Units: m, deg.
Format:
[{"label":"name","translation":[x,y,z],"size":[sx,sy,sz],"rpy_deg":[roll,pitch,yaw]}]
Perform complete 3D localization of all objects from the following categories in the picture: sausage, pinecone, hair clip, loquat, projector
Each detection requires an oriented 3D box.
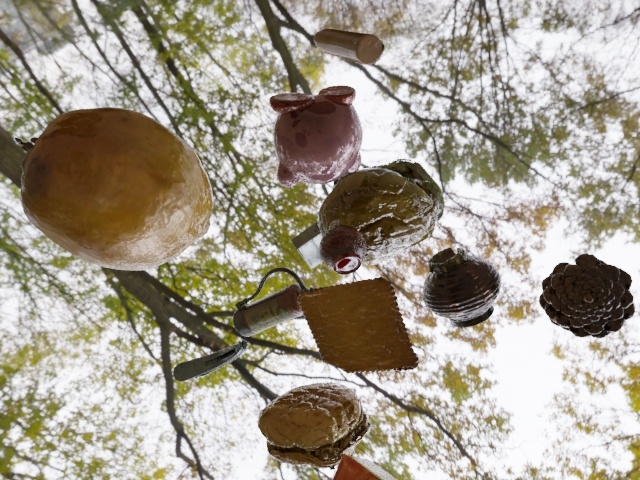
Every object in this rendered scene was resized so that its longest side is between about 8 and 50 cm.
[{"label":"sausage","translation":[0.022,-0.182,0.423],"size":[0.026,0.026,0.116],"rpy_deg":[-31,-146,-5]},{"label":"pinecone","translation":[0.773,0.169,1.341],"size":[0.244,0.309,0.244],"rpy_deg":[-3,-103,13]},{"label":"hair clip","translation":[-0.231,0.262,1.025],"size":[0.275,0.083,0.048],"rpy_deg":[-33,-118,39]},{"label":"loquat","translation":[-0.243,-0.060,0.552],"size":[0.176,0.234,0.187],"rpy_deg":[18,-98,63]},{"label":"projector","translation":[0.000,0.000,1.366],"size":[0.147,0.115,0.061],"rpy_deg":[-34,-131,-2]}]

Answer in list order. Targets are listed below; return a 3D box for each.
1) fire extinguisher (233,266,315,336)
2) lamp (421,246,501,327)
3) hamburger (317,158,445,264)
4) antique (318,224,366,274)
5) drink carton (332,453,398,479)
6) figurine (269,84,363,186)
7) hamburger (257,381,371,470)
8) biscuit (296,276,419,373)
[{"label":"fire extinguisher","translation":[-0.161,0.216,1.591],"size":[0.376,0.200,0.113],"rpy_deg":[-25,-140,29]},{"label":"lamp","translation":[0.424,0.136,1.393],"size":[0.247,0.247,0.247],"rpy_deg":[-13,-134,13]},{"label":"hamburger","translation":[0.140,-0.058,1.080],"size":[0.285,0.265,0.134],"rpy_deg":[-31,-152,34]},{"label":"antique","translation":[0.045,0.015,0.940],"size":[0.104,0.104,0.104],"rpy_deg":[-13,-134,13]},{"label":"drink carton","translation":[0.170,0.616,0.966],"size":[0.351,0.111,0.155],"rpy_deg":[15,-105,45]},{"label":"figurine","translation":[-0.004,-0.186,0.842],"size":[0.173,0.173,0.173],"rpy_deg":[-13,-134,13]},{"label":"hamburger","translation":[-0.010,0.506,1.284],"size":[0.318,0.158,0.318],"rpy_deg":[-8,-175,1]},{"label":"biscuit","translation":[0.080,0.198,1.019],"size":[0.236,0.232,0.013],"rpy_deg":[-13,-164,29]}]
